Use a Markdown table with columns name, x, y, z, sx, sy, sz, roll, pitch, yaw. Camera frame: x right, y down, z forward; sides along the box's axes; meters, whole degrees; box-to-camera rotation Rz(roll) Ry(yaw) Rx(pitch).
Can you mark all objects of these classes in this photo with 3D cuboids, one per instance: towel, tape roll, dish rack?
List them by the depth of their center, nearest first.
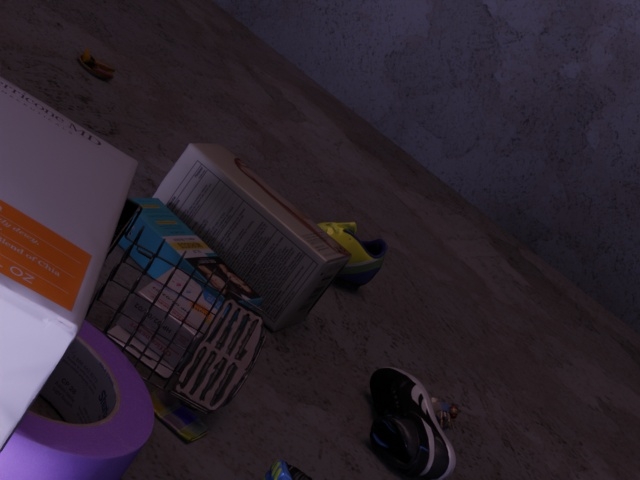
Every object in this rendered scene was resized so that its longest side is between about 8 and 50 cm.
| name | x | y | z | sx | sy | sz | roll | pitch | yaw |
| --- | --- | --- | --- | --- | --- | --- | --- | --- | --- |
| tape roll | -0.312 | 0.158 | 1.264 | 0.275 | 0.090 | 0.275 | 32 | 19 | -12 |
| towel | -0.179 | 0.214 | 1.497 | 0.083 | 0.009 | 0.060 | 41 | 17 | 14 |
| dish rack | -0.198 | 0.088 | 1.535 | 0.271 | 0.074 | 0.208 | 31 | 47 | -3 |

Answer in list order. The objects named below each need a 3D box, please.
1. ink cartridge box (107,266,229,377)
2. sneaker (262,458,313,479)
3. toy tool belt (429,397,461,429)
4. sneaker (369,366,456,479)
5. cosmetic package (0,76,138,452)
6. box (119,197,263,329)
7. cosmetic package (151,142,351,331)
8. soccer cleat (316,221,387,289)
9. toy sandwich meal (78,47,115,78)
| name | x | y | z | sx | sy | sz | roll | pitch | yaw |
| --- | --- | --- | --- | --- | --- | --- | --- | --- | --- |
| ink cartridge box | -0.201 | 0.108 | 1.639 | 0.104 | 0.061 | 0.181 | 36 | 18 | 3 |
| sneaker | -0.018 | 0.324 | 1.420 | 0.078 | 0.067 | 0.188 | 23 | 18 | -20 |
| toy tool belt | 0.189 | 0.286 | 1.949 | 0.083 | 0.052 | 0.051 | 19 | 55 | -35 |
| sneaker | 0.109 | 0.257 | 1.805 | 0.121 | 0.079 | 0.217 | 21 | 24 | -42 |
| cosmetic package | -0.339 | -0.006 | 1.221 | 0.230 | 0.161 | 0.453 | 31 | 18 | -14 |
| box | -0.206 | 0.034 | 1.820 | 0.244 | 0.060 | 0.100 | 42 | 19 | 19 |
| cosmetic package | -0.117 | -0.010 | 1.952 | 0.296 | 0.153 | 0.129 | 42 | 17 | 13 |
| soccer cleat | 0.000 | -0.001 | 2.188 | 0.289 | 0.121 | 0.093 | 21 | 23 | -39 |
| toy sandwich meal | -0.441 | -0.350 | 2.412 | 0.085 | 0.029 | 0.085 | 32 | 18 | -12 |
